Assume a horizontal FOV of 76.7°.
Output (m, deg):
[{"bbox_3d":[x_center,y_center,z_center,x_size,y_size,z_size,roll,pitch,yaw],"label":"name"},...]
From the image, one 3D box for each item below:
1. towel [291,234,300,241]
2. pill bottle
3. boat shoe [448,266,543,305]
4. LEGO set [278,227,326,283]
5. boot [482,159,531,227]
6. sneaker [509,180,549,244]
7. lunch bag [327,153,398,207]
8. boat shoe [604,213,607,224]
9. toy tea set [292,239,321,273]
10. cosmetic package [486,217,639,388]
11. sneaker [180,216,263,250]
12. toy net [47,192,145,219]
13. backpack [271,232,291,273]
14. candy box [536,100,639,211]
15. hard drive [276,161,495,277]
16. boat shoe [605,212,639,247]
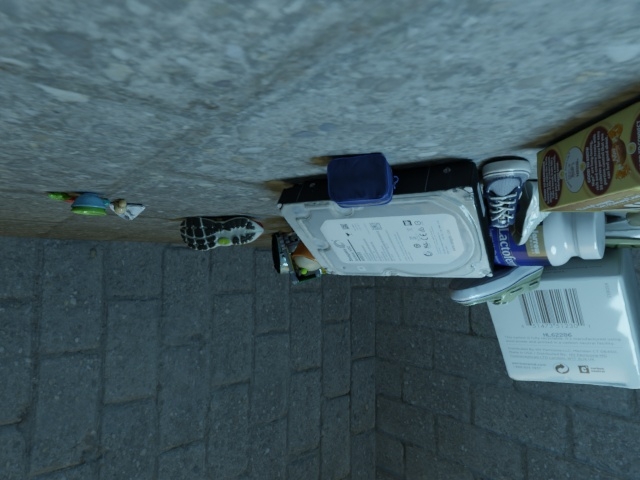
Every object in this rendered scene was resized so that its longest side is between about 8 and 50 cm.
[{"bbox_3d":[0.069,0.037,1.662,0.376,0.090,0.320,-5,165,2],"label":"towel"},{"bbox_3d":[0.450,-0.020,0.877,0.265,0.153,0.153,-4,174,43],"label":"pill bottle"},{"bbox_3d":[0.425,0.103,0.944,0.303,0.093,0.109,-15,-171,-27],"label":"boat shoe"},{"bbox_3d":[0.000,0.000,1.383,0.332,0.191,0.255,-14,-168,12],"label":"LEGO set"},{"bbox_3d":[0.296,-0.069,0.647,0.069,0.085,0.190,-1,176,24],"label":"boot"},{"bbox_3d":[0.400,-0.048,0.758,0.061,0.053,0.152,-9,136,-2],"label":"sneaker"},{"bbox_3d":[0.062,-0.084,0.587,0.099,0.067,0.065,-2,176,13],"label":"lunch bag"},{"bbox_3d":[0.609,0.000,1.105,0.342,0.157,0.127,1,176,-3],"label":"boat shoe"},{"bbox_3d":[0.002,0.016,1.104,0.200,0.124,0.336,13,158,16],"label":"toy tea set"},{"bbox_3d":[0.730,0.170,1.199,0.330,0.326,0.394,-11,-164,41],"label":"cosmetic package"},{"bbox_3d":[-0.312,-0.024,1.294,0.280,0.107,0.118,2,-174,15],"label":"sneaker"},{"bbox_3d":[-0.509,-0.074,0.953,0.122,0.045,0.232,-1,176,9],"label":"toy net"},{"bbox_3d":[-0.154,0.062,1.872,0.145,0.188,0.166,1,175,-15],"label":"backpack"},{"bbox_3d":[0.375,-0.086,0.372,0.183,0.087,0.316,0,177,-2],"label":"candy box"},{"bbox_3d":[0.118,-0.019,0.730,0.340,0.064,0.236,0,142,30],"label":"hard drive"},{"bbox_3d":[0.779,-0.036,0.963,0.303,0.103,0.113,-2,173,33],"label":"boat shoe"}]
